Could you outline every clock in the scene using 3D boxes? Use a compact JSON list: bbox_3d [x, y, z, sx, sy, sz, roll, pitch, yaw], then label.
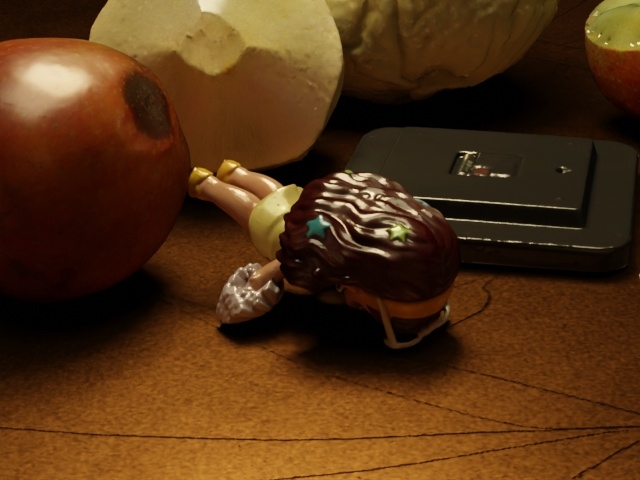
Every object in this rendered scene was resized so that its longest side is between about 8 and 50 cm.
[{"bbox_3d":[0.153,-0.050,1.478,0.273,0.049,0.279,4,24,11],"label":"clock"}]

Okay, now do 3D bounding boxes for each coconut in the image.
[{"bbox_3d":[-0.099,-0.180,1.549,0.259,0.259,0.259,-1,23,0],"label":"coconut"}]

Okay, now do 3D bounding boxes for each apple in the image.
[{"bbox_3d":[-0.221,-0.066,1.310,0.230,0.230,0.230,-1,23,0],"label":"apple"},{"bbox_3d":[0.381,-0.193,1.660,0.207,0.173,0.188,-17,7,-28],"label":"apple"}]

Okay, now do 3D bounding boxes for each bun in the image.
[{"bbox_3d":[0.100,-0.267,1.752,0.352,0.227,0.349,-15,3,-18],"label":"bun"}]

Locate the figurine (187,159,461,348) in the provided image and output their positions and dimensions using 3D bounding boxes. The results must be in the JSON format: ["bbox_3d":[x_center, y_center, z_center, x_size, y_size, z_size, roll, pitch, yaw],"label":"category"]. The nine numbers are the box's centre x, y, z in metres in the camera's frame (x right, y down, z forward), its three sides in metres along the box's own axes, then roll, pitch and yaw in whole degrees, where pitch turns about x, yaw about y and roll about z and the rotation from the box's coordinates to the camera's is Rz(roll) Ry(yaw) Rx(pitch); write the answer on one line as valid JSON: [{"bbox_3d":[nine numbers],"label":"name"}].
[{"bbox_3d":[0.001,0.000,1.278,0.240,0.115,0.175,16,27,35],"label":"figurine"}]
